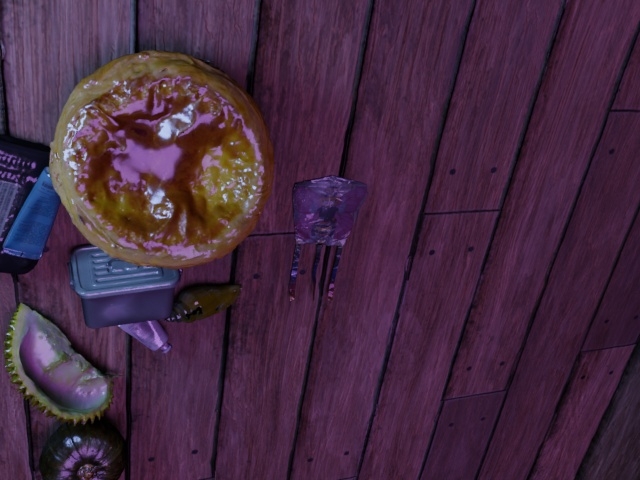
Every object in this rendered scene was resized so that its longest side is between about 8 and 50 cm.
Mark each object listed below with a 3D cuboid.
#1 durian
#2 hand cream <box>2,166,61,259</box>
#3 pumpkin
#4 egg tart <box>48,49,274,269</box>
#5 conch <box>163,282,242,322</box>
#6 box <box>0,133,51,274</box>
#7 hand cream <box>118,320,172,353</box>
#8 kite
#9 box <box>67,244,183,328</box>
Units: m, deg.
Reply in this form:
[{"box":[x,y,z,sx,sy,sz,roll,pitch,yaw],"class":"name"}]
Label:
[{"box":[-0.620,0.312,1.803,0.169,0.158,0.352,-43,126,-7],"class":"durian"},{"box":[-0.563,-0.059,1.543,0.083,0.048,0.224,16,115,-38],"class":"hand cream"},{"box":[-0.608,0.558,1.973,0.224,0.157,0.223,-8,109,-25],"class":"pumpkin"},{"box":[-0.315,-0.160,1.546,0.443,0.178,0.443,-2,100,-13],"class":"egg tart"},{"box":[-0.294,0.157,1.890,0.201,0.079,0.095,-6,144,-30],"class":"conch"},{"box":[-0.672,-0.076,1.531,0.289,0.073,0.290,14,110,-39],"class":"box"},{"box":[-0.425,0.225,1.897,0.084,0.053,0.142,-39,114,4],"class":"hand cream"},{"box":[-0.001,-0.002,1.938,0.204,0.022,0.360,0,118,-24],"class":"kite"},{"box":[-0.439,0.099,1.734,0.243,0.163,0.135,-8,134,-20],"class":"box"}]
